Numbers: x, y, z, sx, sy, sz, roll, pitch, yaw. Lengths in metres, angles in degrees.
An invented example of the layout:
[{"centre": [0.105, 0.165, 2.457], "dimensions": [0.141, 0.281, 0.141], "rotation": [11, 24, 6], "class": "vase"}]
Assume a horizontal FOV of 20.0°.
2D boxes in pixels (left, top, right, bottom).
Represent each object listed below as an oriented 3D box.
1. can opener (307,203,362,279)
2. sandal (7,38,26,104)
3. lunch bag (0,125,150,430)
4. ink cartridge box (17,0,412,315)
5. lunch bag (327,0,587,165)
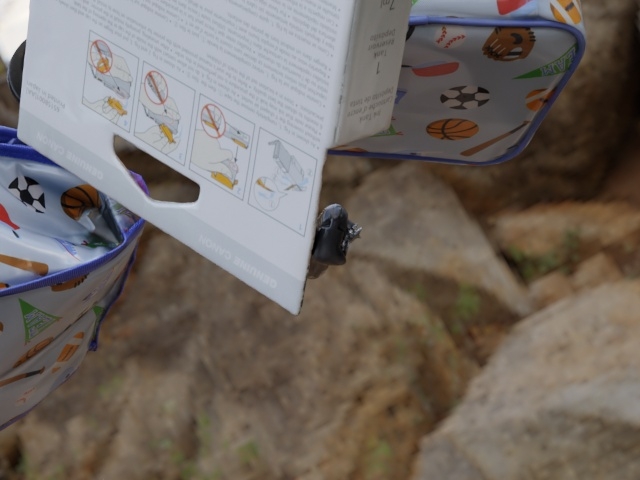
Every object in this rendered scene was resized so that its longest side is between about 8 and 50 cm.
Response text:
[{"centre": [0.000, 0.000, 1.770], "dimensions": [0.186, 0.073, 0.059], "rotation": [97, -164, -81], "class": "can opener"}, {"centre": [-0.289, -0.223, 2.016], "dimensions": [0.179, 0.067, 0.040], "rotation": [-61, 13, -25], "class": "sandal"}, {"centre": [-0.384, 0.058, 1.838], "dimensions": [0.385, 0.239, 0.328], "rotation": [-10, -29, -27], "class": "lunch bag"}, {"centre": [-0.073, -0.121, 1.114], "dimensions": [0.060, 0.275, 0.239], "rotation": [-24, -46, -42], "class": "ink cartridge box"}, {"centre": [0.026, -0.144, 1.314], "dimensions": [0.303, 0.115, 0.243], "rotation": [5, -25, -12], "class": "lunch bag"}]
